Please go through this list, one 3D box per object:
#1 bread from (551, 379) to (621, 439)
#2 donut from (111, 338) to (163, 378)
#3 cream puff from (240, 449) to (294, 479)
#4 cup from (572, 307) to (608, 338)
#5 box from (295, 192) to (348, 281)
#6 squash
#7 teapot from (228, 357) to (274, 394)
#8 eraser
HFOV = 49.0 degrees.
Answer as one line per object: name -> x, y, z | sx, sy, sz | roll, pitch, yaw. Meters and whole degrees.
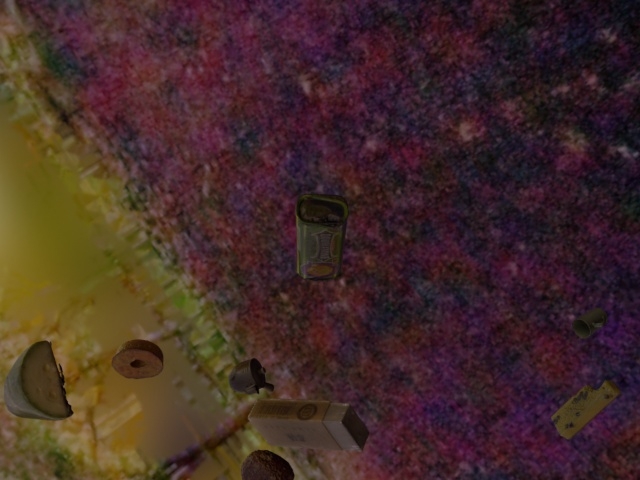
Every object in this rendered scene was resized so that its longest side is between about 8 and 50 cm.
bread -> 0.789, 0.492, 2.095 | 0.049, 0.226, 0.088 | 26, -154, -20
donut -> -0.540, 0.350, 2.087 | 0.058, 0.151, 0.152 | -89, -16, -48
cream puff -> -0.141, 0.612, 1.809 | 0.148, 0.084, 0.149 | 11, 124, 17
cup -> 0.698, 0.205, 1.799 | 0.055, 0.083, 0.075 | 54, 149, 20
box -> 0.000, 0.000, 1.863 | 0.346, 0.134, 0.097 | 95, 176, -63
squash -> -0.626, 0.310, 1.494 | 0.252, 0.093, 0.170 | -17, 88, 52
teapot -> -0.141, 0.305, 1.490 | 0.110, 0.080, 0.085 | 52, -158, -44
eraser -> -0.038, 0.529, 2.013 | 0.343, 0.078, 0.144 | -8, 127, 37
